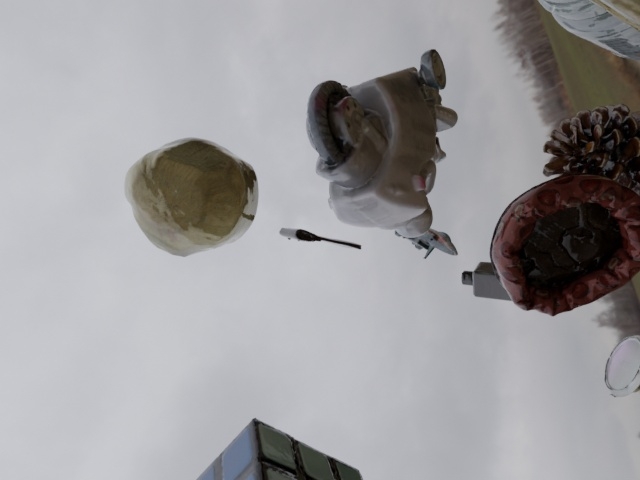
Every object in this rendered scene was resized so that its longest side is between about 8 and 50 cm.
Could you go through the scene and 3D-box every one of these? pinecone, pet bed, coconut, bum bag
[{"bbox_3d":[0.656,-0.198,1.075,0.264,0.264,0.264,34,-134,-45],"label":"pinecone"},{"bbox_3d":[0.316,0.007,0.576,0.201,0.201,0.053,55,-163,-23],"label":"pet bed"},{"bbox_3d":[-0.213,-0.075,0.767,0.224,0.224,0.224,34,-134,-45],"label":"coconut"},{"bbox_3d":[0.000,0.000,0.962,0.159,0.109,0.026,14,-92,-23],"label":"bum bag"}]

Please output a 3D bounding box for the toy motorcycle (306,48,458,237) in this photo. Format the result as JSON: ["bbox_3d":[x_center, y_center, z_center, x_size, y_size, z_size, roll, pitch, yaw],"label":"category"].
[{"bbox_3d":[0.071,-0.083,0.445,0.260,0.110,0.171,-35,-68,-54],"label":"toy motorcycle"}]

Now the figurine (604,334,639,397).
[{"bbox_3d":[0.656,0.272,0.869,0.153,0.132,0.132,24,-145,9],"label":"figurine"}]

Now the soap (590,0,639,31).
[{"bbox_3d":[0.409,-0.321,0.403,0.334,0.293,0.156,9,-136,-28],"label":"soap"}]

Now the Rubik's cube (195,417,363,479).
[{"bbox_3d":[-0.042,0.293,0.399,0.163,0.161,0.162,38,-172,-28],"label":"Rubik's cube"}]

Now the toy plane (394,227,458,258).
[{"bbox_3d":[0.300,-0.013,1.309,0.222,0.104,0.326,29,-163,-25],"label":"toy plane"}]

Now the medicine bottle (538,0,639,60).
[{"bbox_3d":[0.440,-0.415,0.639,0.306,0.245,0.245,8,-116,-27],"label":"medicine bottle"}]

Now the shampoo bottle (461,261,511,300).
[{"bbox_3d":[0.502,0.110,1.198,0.079,0.245,0.080,-33,-59,-51],"label":"shampoo bottle"}]
